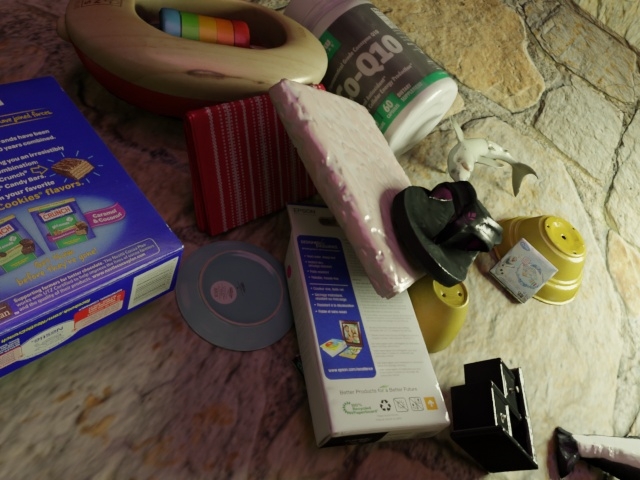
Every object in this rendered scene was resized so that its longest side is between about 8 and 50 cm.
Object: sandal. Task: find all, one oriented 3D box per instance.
[{"bbox_3d":[0.241,-0.043,0.888,0.168,0.107,0.445,56,28,8],"label":"sandal"}]

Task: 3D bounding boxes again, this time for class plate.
[{"bbox_3d":[-0.118,0.073,0.782,0.188,0.024,0.188,14,51,-18],"label":"plate"}]

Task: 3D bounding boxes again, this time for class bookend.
[{"bbox_3d":[0.245,0.231,0.762,0.156,0.072,0.157,47,36,-38],"label":"bookend"}]

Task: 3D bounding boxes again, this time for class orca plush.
[{"bbox_3d":[0.515,0.377,0.814,0.286,0.102,0.151,3,13,2],"label":"orca plush"}]

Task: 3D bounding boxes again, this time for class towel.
[{"bbox_3d":[0.076,-0.087,0.837,0.332,0.053,0.317,60,25,7],"label":"towel"},{"bbox_3d":[-0.092,-0.138,0.861,0.274,0.199,0.031,-25,34,-38],"label":"towel"}]

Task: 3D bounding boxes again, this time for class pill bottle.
[{"bbox_3d":[0.090,-0.362,1.097,0.204,0.204,0.361,-30,72,-39],"label":"pill bottle"}]

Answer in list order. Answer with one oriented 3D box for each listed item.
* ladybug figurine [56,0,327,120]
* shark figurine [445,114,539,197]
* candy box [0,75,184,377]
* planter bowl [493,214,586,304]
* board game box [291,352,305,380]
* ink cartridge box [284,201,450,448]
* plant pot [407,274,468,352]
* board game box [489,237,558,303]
[{"bbox_3d":[-0.212,-0.318,0.926,0.448,0.162,0.305,4,45,-20],"label":"ladybug figurine"},{"bbox_3d":[0.333,-0.167,1.134,0.278,0.116,0.166,-3,60,-38],"label":"shark figurine"},{"bbox_3d":[-0.365,-0.028,0.619,0.268,0.122,0.317,-28,72,-38],"label":"candy box"},{"bbox_3d":[0.470,0.015,1.077,0.217,0.090,0.217,13,51,-17],"label":"planter bowl"},{"bbox_3d":[0.063,0.182,0.788,0.186,0.026,0.126,-27,71,-39],"label":"board game box"},{"bbox_3d":[0.050,0.105,0.779,0.175,0.069,0.371,4,53,-23],"label":"ink cartridge box"},{"bbox_3d":[0.188,0.103,0.865,0.134,0.095,0.134,14,51,-18],"label":"plant pot"},{"bbox_3d":[0.390,0.058,1.014,0.090,0.090,0.020,45,4,10],"label":"board game box"}]
